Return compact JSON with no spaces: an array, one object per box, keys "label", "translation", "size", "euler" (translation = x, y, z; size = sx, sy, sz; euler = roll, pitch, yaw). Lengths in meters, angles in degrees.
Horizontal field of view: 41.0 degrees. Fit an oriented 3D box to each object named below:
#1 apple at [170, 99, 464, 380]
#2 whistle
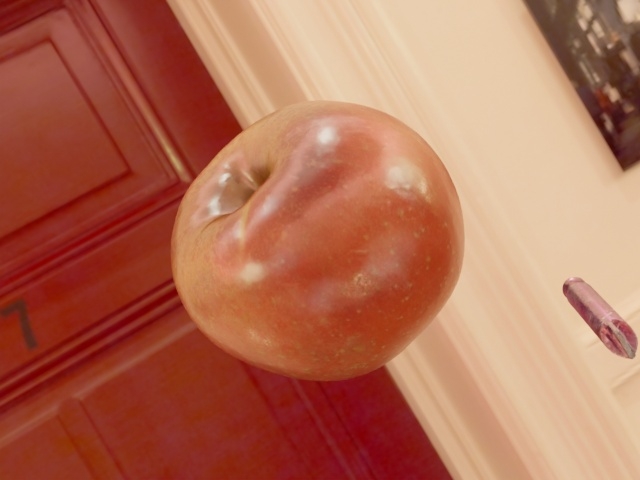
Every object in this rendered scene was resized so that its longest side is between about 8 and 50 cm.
[{"label":"apple","translation":[0.000,0.000,1.034],"size":[0.348,0.277,0.348],"euler":[-29,38,25]},{"label":"whistle","translation":[0.290,0.077,0.896],"size":[0.033,0.033,0.176],"euler":[-31,13,8]}]
